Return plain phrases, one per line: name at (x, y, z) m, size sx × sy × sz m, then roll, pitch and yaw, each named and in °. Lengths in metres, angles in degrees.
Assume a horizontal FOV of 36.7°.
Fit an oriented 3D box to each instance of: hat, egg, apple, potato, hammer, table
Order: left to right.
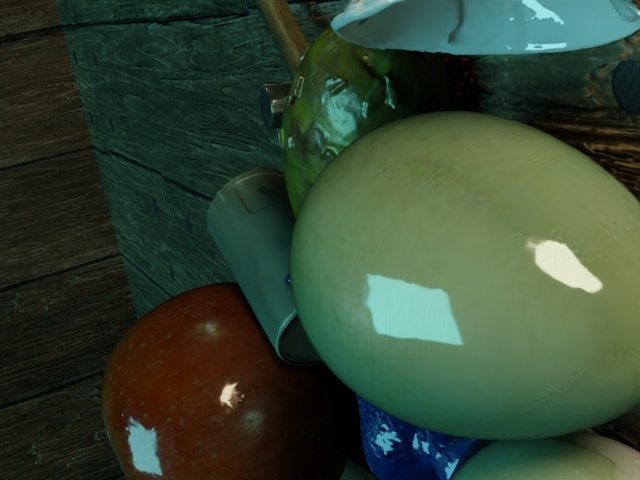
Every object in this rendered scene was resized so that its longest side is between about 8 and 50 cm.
apple at (-0.124, 0.222, 1.253) m, size 0.349 × 0.276 × 0.348 m, roll 61°, pitch 171°, yaw 17°
hammer at (-0.056, -0.253, 1.037) m, size 0.043 × 0.111 × 0.365 m, roll 101°, pitch 152°, yaw -49°
table at (-0.041, 0.029, 1.155) m, size 0.220 × 0.126 × 0.126 m, roll 55°, pitch 153°, yaw 38°
potato at (0.035, -0.068, 0.865) m, size 0.298 × 0.141 × 0.176 m, roll 97°, pitch 158°, yaw -47°
egg at (0.109, 0.025, 0.648) m, size 0.295 × 0.218 × 0.219 m, roll 15°, pitch 121°, yaw 51°
hat at (0.101, -0.188, 0.594) m, size 0.203 × 0.203 × 0.126 m, roll 179°, pitch 90°, yaw -69°
egg at (0.183, 0.227, 0.668) m, size 0.217 × 0.183 × 0.183 m, roll 17°, pitch 122°, yaw 59°

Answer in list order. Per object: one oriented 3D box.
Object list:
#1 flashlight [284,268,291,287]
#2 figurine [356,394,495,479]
flashlight at (0.000, 0.000, 1.056) m, size 0.035 × 0.121 × 0.057 m, roll 41°, pitch 164°, yaw -14°
figurine at (0.082, 0.168, 0.961) m, size 0.262 × 0.120 × 0.164 m, roll 38°, pitch 144°, yaw 60°
